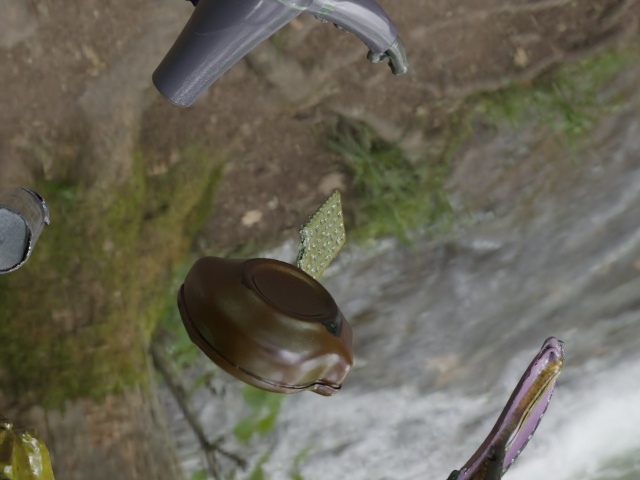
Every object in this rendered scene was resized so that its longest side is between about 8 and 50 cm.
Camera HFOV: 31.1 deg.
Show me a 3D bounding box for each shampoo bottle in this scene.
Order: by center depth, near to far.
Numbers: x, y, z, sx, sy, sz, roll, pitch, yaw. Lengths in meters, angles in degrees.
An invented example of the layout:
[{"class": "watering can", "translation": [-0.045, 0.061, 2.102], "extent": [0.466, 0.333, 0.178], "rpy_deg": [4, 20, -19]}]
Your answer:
[{"class": "shampoo bottle", "translation": [-0.311, -0.016, 1.148], "extent": [0.072, 0.214, 0.072], "rpy_deg": [-1, 99, -9]}]

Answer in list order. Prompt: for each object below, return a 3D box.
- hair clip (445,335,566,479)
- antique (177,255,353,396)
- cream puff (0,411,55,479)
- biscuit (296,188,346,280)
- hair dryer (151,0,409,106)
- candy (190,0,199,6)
[{"class": "hair clip", "translation": [0.261, 0.278, 1.601], "extent": [0.110, 0.358, 0.096], "rpy_deg": [50, 140, -14]}, {"class": "antique", "translation": [-0.072, 0.118, 1.690], "extent": [0.278, 0.223, 0.129], "rpy_deg": [29, 117, -10]}, {"class": "cream puff", "translation": [-0.555, 0.382, 1.687], "extent": [0.378, 0.378, 0.275], "rpy_deg": [9, 127, -32]}, {"class": "biscuit", "translation": [-0.001, 0.000, 2.254], "extent": [0.016, 0.203, 0.144], "rpy_deg": [10, 125, 26]}, {"class": "hair dryer", "translation": [-0.010, -0.261, 1.468], "extent": [0.361, 0.121, 0.301], "rpy_deg": [15, 129, -45]}, {"class": "candy", "translation": [-0.105, -0.421, 1.539], "extent": [0.145, 0.070, 0.275], "rpy_deg": [36, 96, -4]}]
